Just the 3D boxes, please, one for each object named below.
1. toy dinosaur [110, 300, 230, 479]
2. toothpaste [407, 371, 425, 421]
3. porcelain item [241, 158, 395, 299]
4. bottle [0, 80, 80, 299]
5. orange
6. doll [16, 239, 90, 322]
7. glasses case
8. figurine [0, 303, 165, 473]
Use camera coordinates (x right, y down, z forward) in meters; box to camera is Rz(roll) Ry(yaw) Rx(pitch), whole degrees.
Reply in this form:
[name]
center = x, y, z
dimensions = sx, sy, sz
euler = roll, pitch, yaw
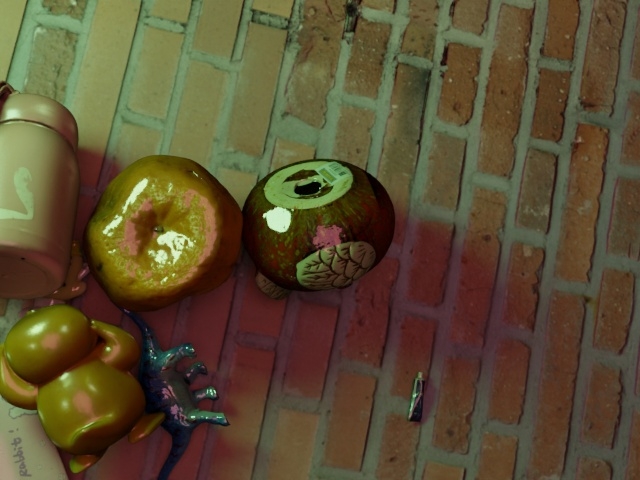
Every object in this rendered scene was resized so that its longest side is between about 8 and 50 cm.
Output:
[toy dinosaur]
center = -0.223, 0.235, 1.546
dimensions = 0.144, 0.076, 0.329
euler = -12, 92, -2
[toothpaste]
center = 0.160, 0.259, 1.641
dimensions = 0.027, 0.019, 0.083
euler = 11, 82, -26
[porcelain item]
center = 0.000, 0.000, 1.578
dimensions = 0.252, 0.253, 0.253
euler = 2, 80, -10
[bottle]
center = -0.455, -0.083, 1.472
dimensions = 0.206, 0.173, 0.297
euler = 33, 48, -42
[orange]
center = -0.240, -0.012, 1.525
dimensions = 0.248, 0.183, 0.249
euler = -1, 82, 4
[doll]
center = -0.416, 0.076, 1.543
dimensions = 0.106, 0.062, 0.163
euler = 8, 80, -4
[glasses case]
center = -0.446, 0.342, 1.478
dimensions = 0.113, 0.075, 0.297
euler = -20, 83, -33
[figurine]
center = -0.352, 0.209, 1.446
dimensions = 0.215, 0.215, 0.228
euler = -26, 71, -13
